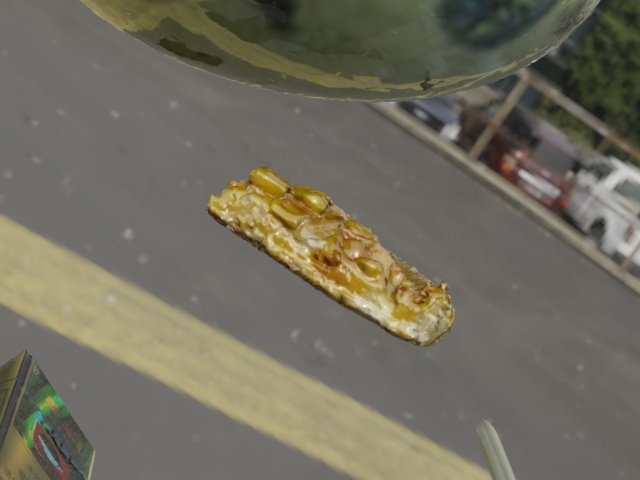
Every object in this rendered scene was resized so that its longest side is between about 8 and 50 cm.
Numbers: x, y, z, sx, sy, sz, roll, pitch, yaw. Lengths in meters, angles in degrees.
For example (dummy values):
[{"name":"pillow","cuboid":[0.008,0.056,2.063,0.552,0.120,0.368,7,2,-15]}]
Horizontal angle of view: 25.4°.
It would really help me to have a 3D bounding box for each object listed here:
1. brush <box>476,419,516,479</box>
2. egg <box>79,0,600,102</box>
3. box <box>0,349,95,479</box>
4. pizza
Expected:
[{"name":"brush","cuboid":[0.183,0.251,1.346,0.042,0.039,0.299,29,20,-20]},{"name":"egg","cuboid":[-0.008,-0.257,0.847,0.428,0.345,0.345,34,15,-9]},{"name":"box","cuboid":[-0.326,0.250,1.562,0.159,0.071,0.240,59,12,-23]},{"name":"pizza","cuboid":[0.000,0.000,0.722,0.131,0.041,0.178,30,4,-18]}]
